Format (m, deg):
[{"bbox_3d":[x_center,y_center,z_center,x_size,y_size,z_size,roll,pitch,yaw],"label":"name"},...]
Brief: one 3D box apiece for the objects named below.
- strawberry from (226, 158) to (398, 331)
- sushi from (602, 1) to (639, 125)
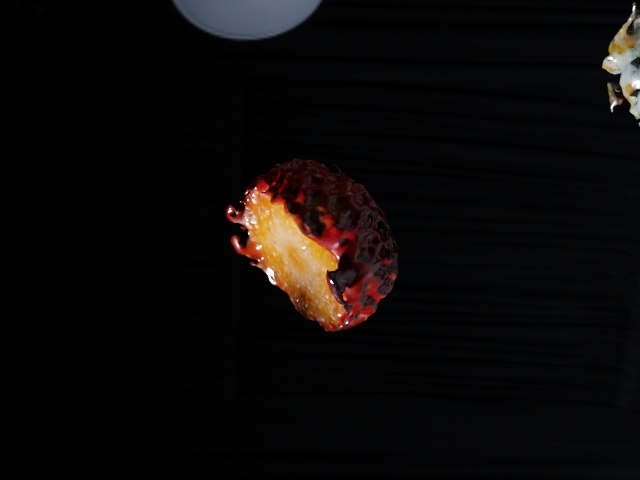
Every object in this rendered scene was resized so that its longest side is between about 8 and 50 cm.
[{"bbox_3d":[0.000,0.000,0.560,0.086,0.145,0.145,-42,-20,-19],"label":"strawberry"},{"bbox_3d":[0.569,-0.275,0.926,0.417,0.176,0.417,179,90,-67],"label":"sushi"}]
